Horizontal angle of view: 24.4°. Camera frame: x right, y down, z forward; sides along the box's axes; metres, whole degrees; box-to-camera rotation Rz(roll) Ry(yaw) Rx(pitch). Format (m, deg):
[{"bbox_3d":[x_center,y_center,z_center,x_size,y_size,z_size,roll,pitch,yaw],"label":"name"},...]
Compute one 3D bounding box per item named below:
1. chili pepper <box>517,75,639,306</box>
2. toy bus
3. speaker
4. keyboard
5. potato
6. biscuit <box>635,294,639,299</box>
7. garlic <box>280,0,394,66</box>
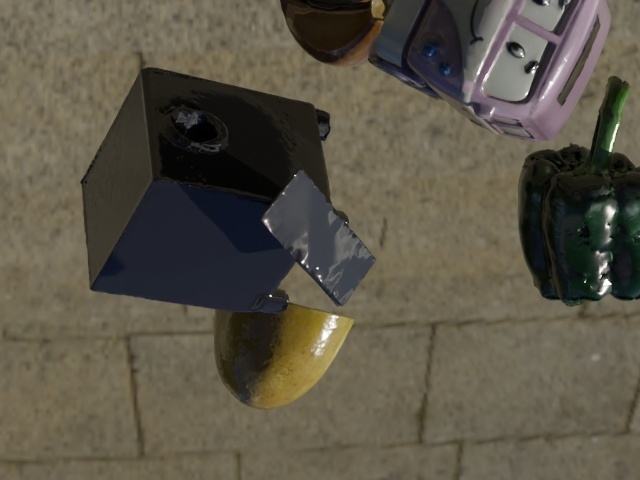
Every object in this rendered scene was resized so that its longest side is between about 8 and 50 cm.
[{"bbox_3d":[0.314,-0.056,1.729,0.165,0.174,0.261,-6,109,-8],"label":"chili pepper"},{"bbox_3d":[0.133,-0.160,1.107,0.142,0.202,0.142,28,94,14],"label":"toy bus"},{"bbox_3d":[-0.127,-0.055,1.757,0.254,0.184,0.232,9,141,-25],"label":"speaker"},{"bbox_3d":[-0.001,-0.001,1.635,0.015,0.074,0.196,23,163,39],"label":"keyboard"},{"bbox_3d":[-0.071,0.149,1.997,0.203,0.158,0.178,18,179,25],"label":"potato"},{"bbox_3d":[0.407,0.018,1.993,0.194,0.053,0.194,22,154,11],"label":"biscuit"},{"bbox_3d":[0.043,-0.317,1.670,0.160,0.191,0.214,-34,143,-39],"label":"garlic"}]
